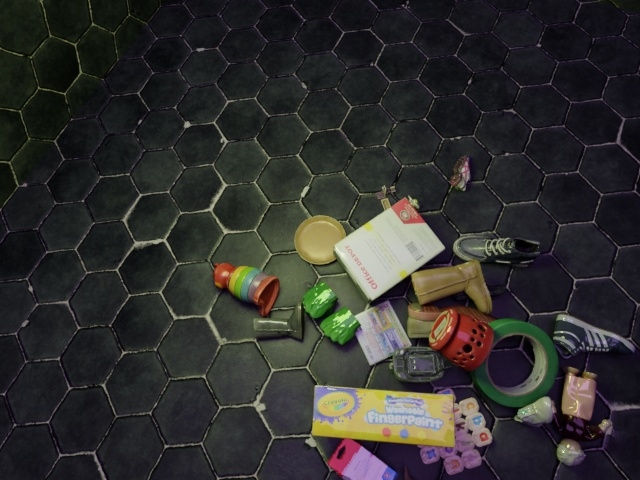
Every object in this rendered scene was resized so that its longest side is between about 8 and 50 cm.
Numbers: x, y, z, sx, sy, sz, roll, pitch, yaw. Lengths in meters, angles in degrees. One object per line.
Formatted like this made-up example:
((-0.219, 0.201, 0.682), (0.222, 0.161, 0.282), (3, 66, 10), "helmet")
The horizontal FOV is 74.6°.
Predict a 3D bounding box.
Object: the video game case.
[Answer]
((0.247, 0.385, 1.758), (0.193, 0.023, 0.212), (-24, 69, -4), "video game case")

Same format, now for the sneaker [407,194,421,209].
((0.437, -0.180, 1.954), (0.035, 0.031, 0.083), (-31, 74, -21), "sneaker")

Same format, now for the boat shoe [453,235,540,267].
((0.749, 0.027, 1.779), (0.340, 0.158, 0.127), (6, 70, 7), "boat shoe")

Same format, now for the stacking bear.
((-0.338, 0.184, 1.816), (0.288, 0.175, 0.164), (19, 58, 20), "stacking bear")

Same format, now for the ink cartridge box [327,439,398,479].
((0.154, 0.847, 1.563), (0.231, 0.078, 0.134), (33, 75, 15), "ink cartridge box")

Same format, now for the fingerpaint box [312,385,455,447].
((0.215, 0.612, 1.480), (0.444, 0.371, 0.163), (1, 70, 7), "fingerpaint box")

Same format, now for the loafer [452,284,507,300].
((0.666, 0.204, 1.763), (0.223, 0.076, 0.078), (-7, 78, 6), "loafer")

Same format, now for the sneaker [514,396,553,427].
((0.769, 0.627, 1.525), (0.094, 0.212, 0.080), (4, 49, 7), "sneaker")

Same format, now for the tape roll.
((0.732, 0.463, 1.602), (0.321, 0.077, 0.322), (0, 90, -3), "tape roll")

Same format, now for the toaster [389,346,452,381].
((0.386, 0.487, 1.642), (0.226, 0.146, 0.129), (-3, 70, 4), "toaster")

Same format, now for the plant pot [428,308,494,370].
((0.511, 0.357, 1.553), (0.174, 0.191, 0.191), (30, 74, 1), "plant pot")

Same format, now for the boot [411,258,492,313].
((0.523, 0.211, 1.686), (0.269, 0.089, 0.236), (-16, 83, 1), "boot")

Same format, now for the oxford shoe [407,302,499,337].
((0.544, 0.349, 1.713), (0.396, 0.140, 0.147), (7, 102, 2), "oxford shoe")

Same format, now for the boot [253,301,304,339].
((-0.174, 0.336, 1.753), (0.208, 0.076, 0.190), (6, 108, 10), "boot")

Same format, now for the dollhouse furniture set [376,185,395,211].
((0.318, -0.200, 1.940), (0.090, 0.081, 0.114), (-16, 69, -1), "dollhouse furniture set")

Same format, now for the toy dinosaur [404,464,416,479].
((0.361, 0.963, 1.486), (0.200, 0.127, 0.296), (-2, 57, -4), "toy dinosaur")

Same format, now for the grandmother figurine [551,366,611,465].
((0.954, 0.661, 1.563), (0.207, 0.104, 0.343), (9, 71, 37), "grandmother figurine")

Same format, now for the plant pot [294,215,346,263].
((0.000, 0.000, 1.918), (0.236, 0.032, 0.237), (-2, 69, 4), "plant pot")

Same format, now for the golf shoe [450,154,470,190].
((0.668, -0.315, 1.973), (0.086, 0.067, 0.186), (31, 67, -18), "golf shoe")

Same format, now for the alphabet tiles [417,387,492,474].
((0.494, 0.727, 1.610), (0.277, 0.021, 0.284), (-19, 69, 0), "alphabet tiles")

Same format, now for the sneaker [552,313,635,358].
((1.052, 0.414, 1.639), (0.282, 0.099, 0.153), (24, 68, 20), "sneaker")

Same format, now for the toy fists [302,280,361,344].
((0.036, 0.309, 1.762), (0.142, 0.096, 0.279), (-38, 67, -9), "toy fists")

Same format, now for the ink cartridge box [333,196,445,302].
((0.281, 0.047, 1.796), (0.384, 0.160, 0.279), (-33, 78, -8), "ink cartridge box")
